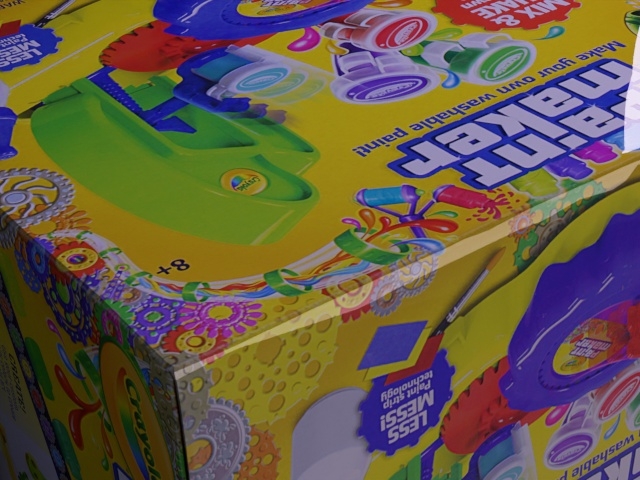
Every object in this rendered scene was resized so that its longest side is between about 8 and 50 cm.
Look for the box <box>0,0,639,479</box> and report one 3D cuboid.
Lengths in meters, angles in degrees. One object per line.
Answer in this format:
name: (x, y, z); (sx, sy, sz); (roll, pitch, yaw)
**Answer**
box: (0.000, 0.000, 0.541); (0.290, 0.279, 0.177); (-24, 128, -29)
